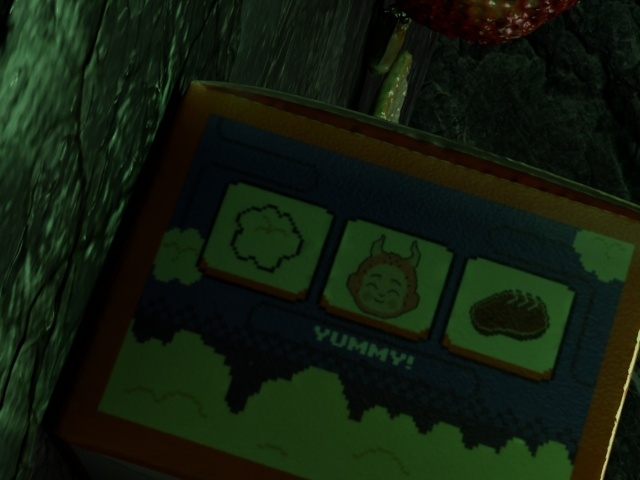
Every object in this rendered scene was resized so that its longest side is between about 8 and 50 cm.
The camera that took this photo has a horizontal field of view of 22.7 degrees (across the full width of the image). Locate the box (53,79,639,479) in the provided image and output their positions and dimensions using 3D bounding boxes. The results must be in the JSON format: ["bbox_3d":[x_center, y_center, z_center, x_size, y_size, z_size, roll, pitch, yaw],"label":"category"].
[{"bbox_3d":[0.027,0.097,1.089,0.348,0.319,0.256,90,17,-71],"label":"box"}]

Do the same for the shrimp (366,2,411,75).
[{"bbox_3d":[0.089,-0.271,2.026,0.190,0.042,0.101,117,-9,-75],"label":"shrimp"}]

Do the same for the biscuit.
[{"bbox_3d":[0.071,-0.126,2.130,0.188,0.040,0.265,12,96,-84],"label":"biscuit"}]

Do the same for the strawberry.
[{"bbox_3d":[0.159,-0.331,1.687,0.238,0.250,0.288,-37,171,32],"label":"strawberry"}]
